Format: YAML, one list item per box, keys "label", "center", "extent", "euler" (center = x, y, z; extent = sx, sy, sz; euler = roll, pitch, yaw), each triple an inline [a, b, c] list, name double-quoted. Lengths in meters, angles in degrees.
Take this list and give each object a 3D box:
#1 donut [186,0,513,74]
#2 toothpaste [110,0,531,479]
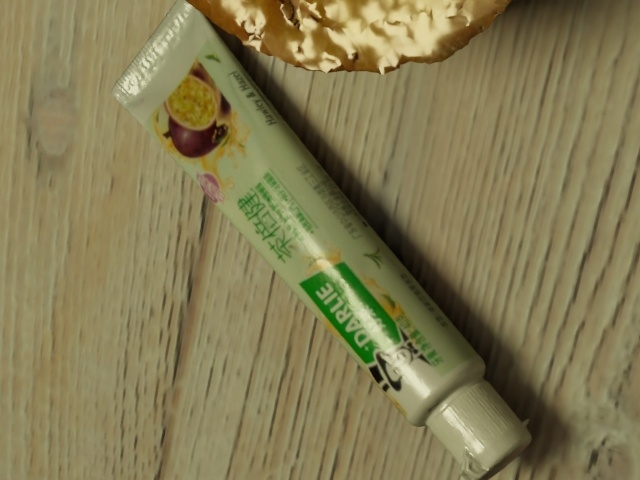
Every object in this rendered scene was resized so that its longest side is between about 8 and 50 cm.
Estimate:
- label: "donut"
  center: [0.026, -0.221, 0.862]
  extent: [0.277, 0.108, 0.278]
  euler: [4, 98, 26]
- label: "toothpaste"
  center: [0.000, 0.000, 0.942]
  extent: [0.058, 0.056, 0.314]
  euler: [-37, 73, -16]
